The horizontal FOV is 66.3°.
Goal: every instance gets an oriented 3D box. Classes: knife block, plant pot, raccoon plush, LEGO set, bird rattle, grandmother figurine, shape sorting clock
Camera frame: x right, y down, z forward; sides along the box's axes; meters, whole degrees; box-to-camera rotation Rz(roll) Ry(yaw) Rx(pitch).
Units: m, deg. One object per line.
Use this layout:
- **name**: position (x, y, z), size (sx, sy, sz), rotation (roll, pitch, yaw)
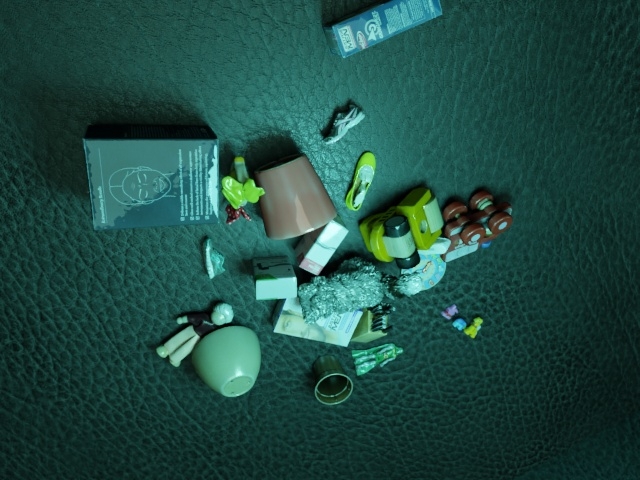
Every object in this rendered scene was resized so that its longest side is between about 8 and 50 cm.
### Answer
- **knife block**: position (0.223, 0.369, 2.057), size (0.088, 0.242, 0.275), rotation (10, 112, -16)
- **plant pot**: position (-0.106, -0.165, 1.745), size (0.275, 0.275, 0.243), rotation (-21, 108, -3)
- **plant pot**: position (0.043, 0.606, 2.168), size (0.167, 0.165, 0.167), rotation (-4, 114, -10)
- **raccoon plush**: position (0.117, 0.178, 1.829), size (0.299, 0.446, 0.216), rotation (-18, 85, -46)
- **LEGO set**: position (0.677, 0.371, 2.245), size (0.227, 0.087, 0.093), rotation (32, 104, -24)
- **bird rattle**: position (-0.278, -0.180, 1.731), size (0.143, 0.253, 0.207), rotation (-6, 77, -10)
- **grandmother figurine**: position (-0.486, 0.373, 1.986), size (0.342, 0.104, 0.208), rotation (-40, 125, 10)
- **shape sorting clock**: position (0.444, 0.129, 2.109), size (0.206, 0.040, 0.206), rotation (-5, 115, -10)
- **plant pot**: position (-0.358, 0.512, 1.976), size (0.284, 0.191, 0.284), rotation (-16, 133, -18)

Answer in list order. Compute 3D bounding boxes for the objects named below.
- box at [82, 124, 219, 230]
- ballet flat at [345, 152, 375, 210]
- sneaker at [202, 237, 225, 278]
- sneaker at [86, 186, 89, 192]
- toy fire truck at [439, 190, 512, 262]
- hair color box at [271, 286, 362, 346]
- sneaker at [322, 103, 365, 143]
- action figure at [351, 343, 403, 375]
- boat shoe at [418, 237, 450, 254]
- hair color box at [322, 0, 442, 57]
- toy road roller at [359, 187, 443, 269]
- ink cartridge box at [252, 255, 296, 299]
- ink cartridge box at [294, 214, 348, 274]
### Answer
- **box**: position (-0.545, -0.214, 1.612), size (0.395, 0.212, 0.293), rotation (-4, 115, -20)
- **ballet flat**: position (0.161, -0.218, 1.867), size (0.077, 0.077, 0.231), rotation (14, 110, -17)
- **sneaker**: position (-0.409, 0.063, 1.889), size (0.076, 0.065, 0.166), rotation (-15, 121, -24)
- **sneaker**: position (-0.747, -0.180, 1.710), size (0.119, 0.047, 0.057), rotation (-18, 139, -3)
- **toy fire truck**: position (0.636, -0.043, 2.016), size (0.302, 0.169, 0.254), rotation (-21, 142, -11)
- **hair color box**: position (-0.016, 0.316, 2.057), size (0.339, 0.110, 0.185), rotation (15, 111, -17)
- **sneaker**: position (0.071, -0.423, 1.769), size (0.178, 0.072, 0.077), rotation (-41, 104, -1)
- **action figure**: position (0.269, 0.532, 2.246), size (0.232, 0.063, 0.137), rotation (-17, 113, -8)
- **boat shoe**: position (0.449, 0.014, 2.000), size (0.063, 0.184, 0.066), rotation (-42, 109, -29)
- **hair color box**: position (0.194, -0.718, 1.593), size (0.347, 0.174, 0.105), rotation (-25, 116, -1)
- **toy road roller**: position (0.309, -0.053, 1.937), size (0.329, 0.241, 0.202), rotation (-43, 123, -34)
- **ink cartridge box**: position (-0.181, 0.140, 1.884), size (0.153, 0.208, 0.087), rotation (-4, 112, -11)
- **ink cartridge box**: position (0.000, 0.000, 1.886), size (0.092, 0.158, 0.218), rotation (27, 106, -20)
